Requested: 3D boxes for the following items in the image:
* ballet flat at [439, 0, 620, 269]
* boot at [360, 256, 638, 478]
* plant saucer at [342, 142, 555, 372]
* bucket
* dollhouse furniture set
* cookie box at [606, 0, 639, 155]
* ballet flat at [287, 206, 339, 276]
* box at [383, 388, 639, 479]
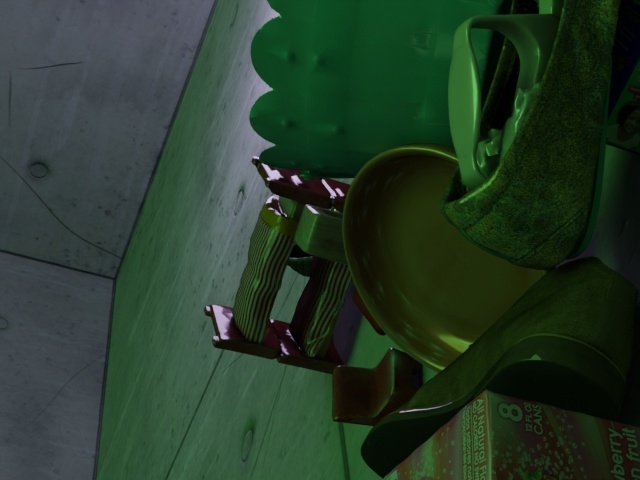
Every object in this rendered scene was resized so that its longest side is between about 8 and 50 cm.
[{"bbox_3d":[0.151,-0.156,0.837,0.123,0.123,0.348,156,128,-70],"label":"ballet flat"},{"bbox_3d":[0.131,0.114,0.886,0.115,0.112,0.305,-60,8,-35],"label":"boot"},{"bbox_3d":[0.103,0.015,0.953,0.037,0.200,0.200,-31,-17,-40],"label":"plant saucer"},{"bbox_3d":[0.068,-0.178,1.022,0.281,0.183,0.281,13,-90,-79],"label":"bucket"},{"bbox_3d":[-0.001,0.061,1.243,0.374,0.152,0.201,-127,54,-71],"label":"dollhouse furniture set"},{"bbox_3d":[0.221,-0.129,0.862,0.092,0.040,0.107,-103,31,-60],"label":"cookie box"},{"bbox_3d":[0.000,0.000,1.491,0.173,0.049,0.057,129,151,-55],"label":"ballet flat"},{"bbox_3d":[0.122,0.251,0.641,0.142,0.154,0.300,124,156,-50],"label":"box"}]
